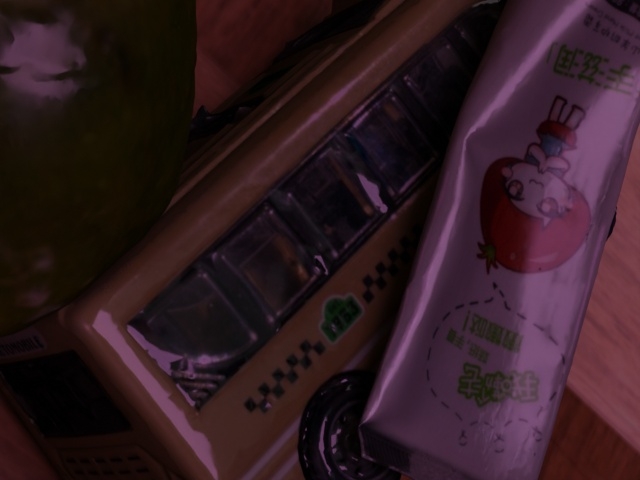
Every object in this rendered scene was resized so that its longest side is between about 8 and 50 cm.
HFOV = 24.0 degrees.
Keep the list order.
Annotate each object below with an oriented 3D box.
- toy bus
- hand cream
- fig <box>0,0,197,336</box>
[{"bbox_3d":[0.000,0.000,0.837,0.365,0.177,0.202,-45,106,-32],"label":"toy bus"},{"bbox_3d":[0.110,-0.025,0.781,0.121,0.076,0.336,26,76,-30],"label":"hand cream"},{"bbox_3d":[-0.170,-0.095,0.701,0.233,0.314,0.233,-4,117,-8],"label":"fig"}]
